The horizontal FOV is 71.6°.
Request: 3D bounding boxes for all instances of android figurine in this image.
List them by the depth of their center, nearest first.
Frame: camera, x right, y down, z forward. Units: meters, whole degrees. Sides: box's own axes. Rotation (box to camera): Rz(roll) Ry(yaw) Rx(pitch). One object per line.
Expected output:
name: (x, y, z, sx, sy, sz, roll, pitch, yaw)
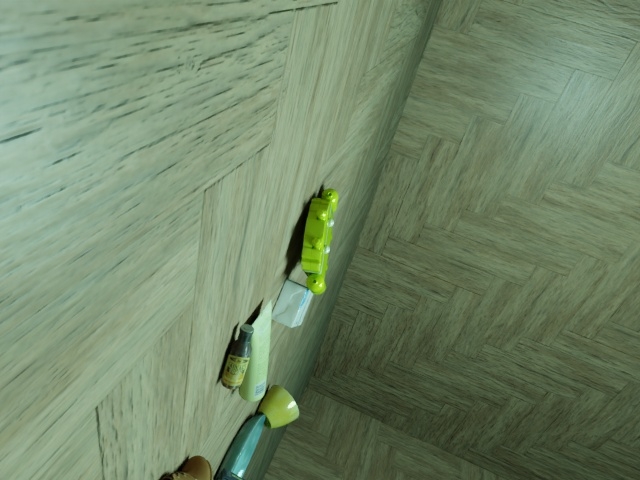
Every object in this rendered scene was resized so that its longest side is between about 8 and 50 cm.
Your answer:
android figurine: (0.000, 0.000, 1.047, 0.273, 0.056, 0.248, 82, 17, -76)

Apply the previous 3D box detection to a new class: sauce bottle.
sauce bottle: (-0.151, 0.214, 0.818, 0.042, 0.042, 0.128, -47, 155, -68)

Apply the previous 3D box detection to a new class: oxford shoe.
oxford shoe: (-0.234, 0.415, 0.743, 0.212, 0.076, 0.076, -91, 163, -86)

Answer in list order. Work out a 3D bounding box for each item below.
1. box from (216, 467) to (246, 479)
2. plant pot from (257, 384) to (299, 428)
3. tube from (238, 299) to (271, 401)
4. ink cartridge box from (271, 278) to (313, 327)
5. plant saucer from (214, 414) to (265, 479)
box: (-0.213, 0.692, 1.040, 0.232, 0.183, 0.059, -57, -173, -10)
plant pot: (-0.152, 0.564, 1.468, 0.095, 0.134, 0.134, -31, 148, -39)
tube: (-0.137, 0.242, 0.946, 0.070, 0.062, 0.240, -124, -143, -48)
ink cartridge box: (-0.066, 0.162, 1.143, 0.180, 0.060, 0.104, 53, 59, -80)
plant saucer: (-0.254, 0.665, 1.317, 0.317, 0.044, 0.317, 22, 90, -82)
